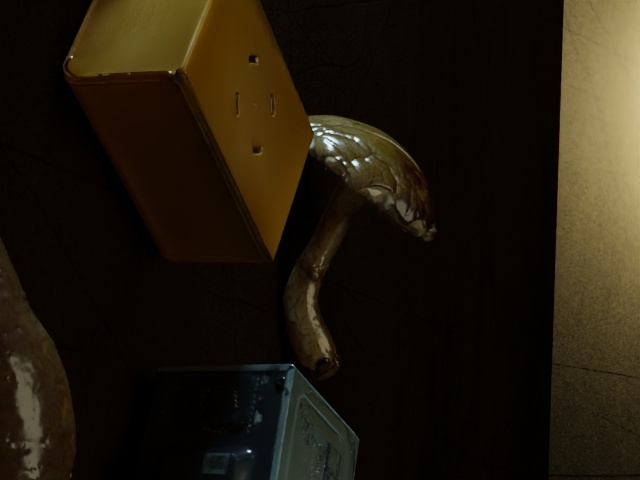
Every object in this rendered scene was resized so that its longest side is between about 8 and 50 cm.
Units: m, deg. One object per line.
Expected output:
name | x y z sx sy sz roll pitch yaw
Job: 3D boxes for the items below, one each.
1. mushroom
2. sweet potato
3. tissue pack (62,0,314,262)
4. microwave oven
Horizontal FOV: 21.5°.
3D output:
mushroom | 0.019 -0.016 2.083 0.233 0.208 0.302 33 60 -16
sweet potato | -0.264 0.132 1.385 0.131 0.131 0.337 7 84 -69
tissue pack | -0.129 -0.132 1.719 0.274 0.145 0.194 66 29 -43
microwave oven | -0.092 0.300 1.730 0.237 0.181 0.295 52 41 -54
